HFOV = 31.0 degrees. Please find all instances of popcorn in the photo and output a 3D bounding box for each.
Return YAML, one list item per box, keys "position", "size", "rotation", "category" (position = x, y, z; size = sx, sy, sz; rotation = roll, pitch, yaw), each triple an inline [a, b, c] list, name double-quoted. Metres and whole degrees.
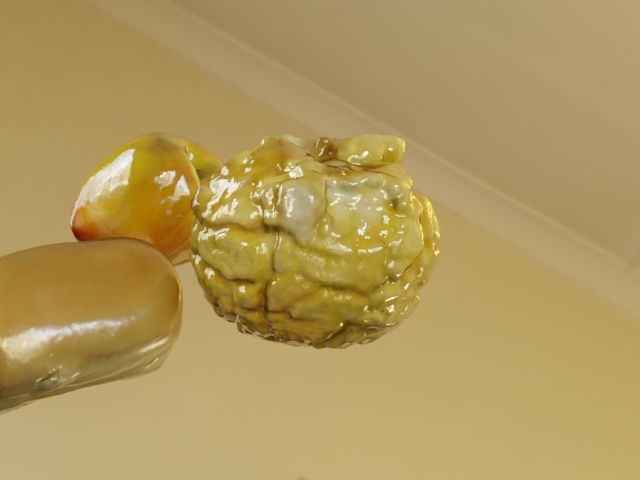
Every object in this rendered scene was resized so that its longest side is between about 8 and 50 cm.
- position: [-0.014, 0.013, 1.790]
  size: [0.390, 0.344, 0.354]
  rotation: [-46, -106, 27]
  category: "popcorn"

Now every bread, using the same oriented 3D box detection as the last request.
- position: [-0.427, 0.133, 1.919]
  size: [0.348, 0.376, 0.252]
  rotation: [-33, -109, 59]
  category: "bread"

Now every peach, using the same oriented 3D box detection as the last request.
- position: [-0.337, -0.071, 2.335]
  size: [0.289, 0.289, 0.308]
  rotation: [42, -64, -19]
  category: "peach"
